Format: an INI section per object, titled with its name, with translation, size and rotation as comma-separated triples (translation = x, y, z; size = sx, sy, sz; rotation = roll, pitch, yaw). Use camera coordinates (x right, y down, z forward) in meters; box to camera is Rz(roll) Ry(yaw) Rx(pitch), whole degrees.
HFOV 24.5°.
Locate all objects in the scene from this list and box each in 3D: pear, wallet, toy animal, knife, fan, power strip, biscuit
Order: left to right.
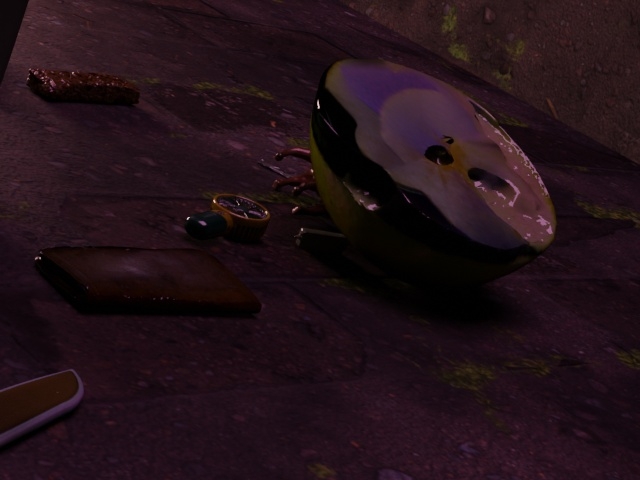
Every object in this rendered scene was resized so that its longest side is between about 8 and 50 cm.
[knife]
translation = -0.295, 0.158, 1.264
size = 0.061, 0.027, 0.343
rotation = 22, 17, 18
[biscuit]
translation = -0.375, -0.244, 2.340
size = 0.064, 0.034, 0.199
rotation = 32, 20, 33
[wallet]
translation = -0.199, 0.043, 1.704
size = 0.255, 0.031, 0.137
rotation = 5, 23, -42
[fan]
translation = -0.130, -0.024, 1.964
size = 0.082, 0.039, 0.155
rotation = 29, 21, 23
[power strip]
translation = 0.000, 0.000, 2.056
size = 0.083, 0.027, 0.017
rotation = 11, 21, -28
[toy animal]
translation = 0.055, -0.053, 2.215
size = 0.230, 0.066, 0.224
rotation = 3, 40, -37
[pear]
translation = 0.133, -0.068, 2.093
size = 0.399, 0.165, 0.399
rotation = 23, 34, -17

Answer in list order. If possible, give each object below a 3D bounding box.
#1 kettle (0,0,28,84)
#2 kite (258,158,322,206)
[kettle]
translation = -0.482, -0.234, 1.828
size = 0.165, 0.255, 0.240
rotation = 1, 29, -42
[kite]
translation = 0.012, -0.076, 2.324
size = 0.250, 0.012, 0.229
rotation = 23, 17, 10
